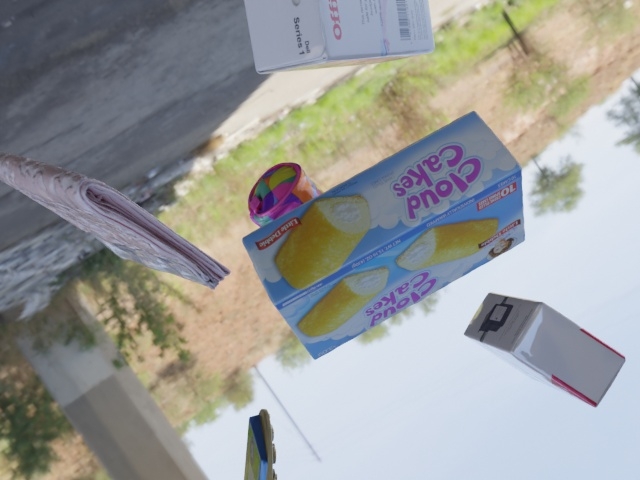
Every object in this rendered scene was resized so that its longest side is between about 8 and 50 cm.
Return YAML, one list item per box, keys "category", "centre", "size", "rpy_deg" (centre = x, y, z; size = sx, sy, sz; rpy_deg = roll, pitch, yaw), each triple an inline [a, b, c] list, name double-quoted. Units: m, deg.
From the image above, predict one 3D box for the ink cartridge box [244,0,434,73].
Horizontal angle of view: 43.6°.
- category: "ink cartridge box"
  centre: [0.025, -0.331, 1.042]
  size: [0.117, 0.201, 0.278]
  rpy_deg: [-3, -169, 36]

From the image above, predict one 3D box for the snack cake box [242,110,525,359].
- category: "snack cake box"
  centre: [0.072, 0.000, 0.814]
  size: [0.265, 0.089, 0.152]
  rpy_deg: [-30, 147, -1]

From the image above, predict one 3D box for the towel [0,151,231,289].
- category: "towel"
  centre: [-0.350, -0.032, 1.302]
  size: [0.332, 0.317, 0.053]
  rpy_deg: [14, -109, 44]

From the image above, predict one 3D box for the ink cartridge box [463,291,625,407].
- category: "ink cartridge box"
  centre: [0.368, 0.176, 1.351]
  size: [0.100, 0.172, 0.237]
  rpy_deg: [-57, -173, -4]

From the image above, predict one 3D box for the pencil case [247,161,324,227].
- category: "pencil case"
  centre: [0.000, 0.000, 1.094]
  size: [0.104, 0.236, 0.104]
  rpy_deg: [-28, -146, 22]

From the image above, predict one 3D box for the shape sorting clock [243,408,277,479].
- category: "shape sorting clock"
  centre: [-0.086, 0.360, 1.215]
  size: [0.040, 0.206, 0.206]
  rpy_deg: [2, 171, -14]
